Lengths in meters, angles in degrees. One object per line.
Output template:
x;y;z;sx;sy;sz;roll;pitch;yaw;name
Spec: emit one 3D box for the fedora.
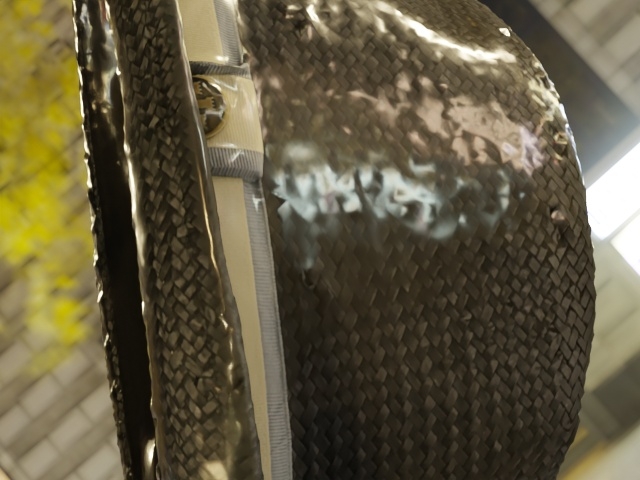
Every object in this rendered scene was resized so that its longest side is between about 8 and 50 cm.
0.000;0.000;0.556;0.152;0.334;0.334;-5;-17;-11;fedora
